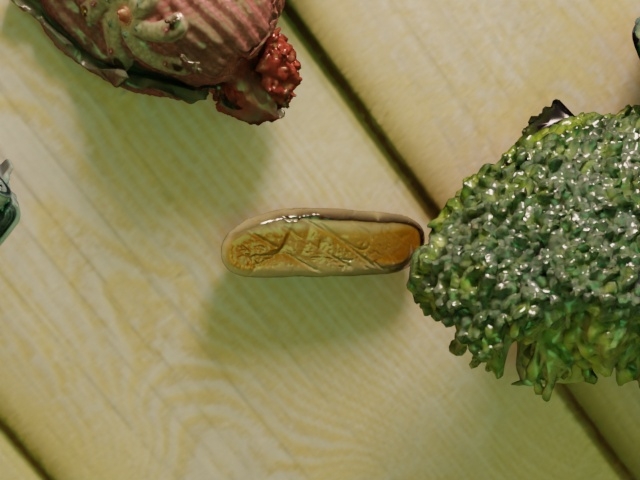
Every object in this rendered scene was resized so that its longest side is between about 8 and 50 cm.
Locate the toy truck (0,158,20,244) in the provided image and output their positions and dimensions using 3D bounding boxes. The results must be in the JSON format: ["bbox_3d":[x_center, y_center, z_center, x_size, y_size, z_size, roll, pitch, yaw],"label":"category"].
[{"bbox_3d":[-0.422,-0.093,1.482,0.305,0.162,0.136,40,101,-23],"label":"toy truck"}]

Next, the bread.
[{"bbox_3d":[0.001,0.000,1.658,0.214,0.053,0.073,-2,105,-16],"label":"bread"}]

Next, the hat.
[{"bbox_3d":[-0.130,-0.215,1.543,0.236,0.107,0.286,-35,114,27],"label":"hat"}]

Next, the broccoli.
[{"bbox_3d":[0.276,0.015,1.616,0.277,0.317,0.338,24,77,23],"label":"broccoli"}]

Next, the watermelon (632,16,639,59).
[{"bbox_3d":[0.384,-0.185,1.668,0.146,0.231,0.128,22,119,7],"label":"watermelon"}]
